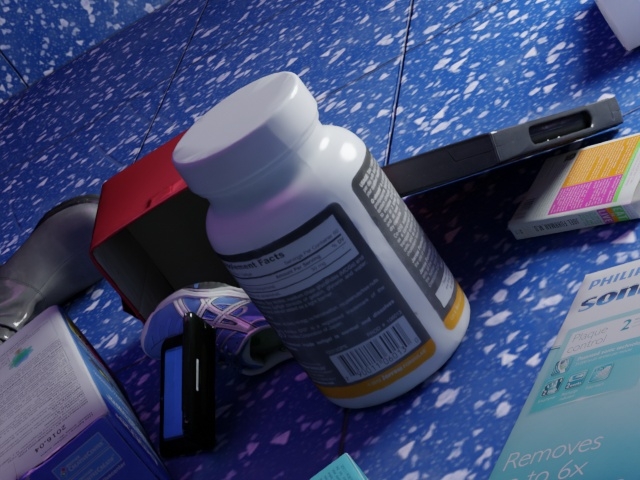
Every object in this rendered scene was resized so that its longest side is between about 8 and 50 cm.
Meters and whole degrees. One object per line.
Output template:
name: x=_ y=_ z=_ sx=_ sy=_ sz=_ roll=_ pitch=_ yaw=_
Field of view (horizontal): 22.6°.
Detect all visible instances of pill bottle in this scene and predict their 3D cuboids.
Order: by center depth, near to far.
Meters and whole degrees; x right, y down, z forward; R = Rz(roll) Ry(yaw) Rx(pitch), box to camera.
pill bottle: x=0.000 y=0.000 z=1.410 sx=0.162 sy=0.278 sz=0.162 roll=-30 pitch=22 yaw=13

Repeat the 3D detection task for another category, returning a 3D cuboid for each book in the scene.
book: x=0.250 y=-0.049 z=1.477 sx=0.144 sy=0.035 sz=0.096 roll=-10 pitch=36 yaw=48

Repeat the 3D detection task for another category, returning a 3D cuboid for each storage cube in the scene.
storage cube: x=-0.120 y=-0.006 z=1.728 sx=0.215 sy=0.184 sz=0.193 roll=-32 pitch=22 yaw=11

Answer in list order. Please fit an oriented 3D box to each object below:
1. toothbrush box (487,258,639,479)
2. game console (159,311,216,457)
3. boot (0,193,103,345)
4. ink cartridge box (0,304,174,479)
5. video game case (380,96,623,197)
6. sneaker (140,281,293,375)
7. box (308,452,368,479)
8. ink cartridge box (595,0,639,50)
toothbrush box: x=0.237 y=0.131 z=0.993 sx=0.216 sy=0.126 sz=0.295 roll=-19 pitch=26 yaw=43
game console: x=-0.139 y=0.140 z=1.540 sx=0.071 sy=0.107 sz=0.122 roll=-6 pitch=72 yaw=14
boot: x=-0.381 y=0.095 z=2.037 sx=0.338 sy=0.118 sz=0.223 roll=-36 pitch=22 yaw=31
ink cartridge box: x=-0.286 y=0.246 z=1.504 sx=0.270 sy=0.151 sz=0.395 roll=-39 pitch=21 yaw=-4
video game case: x=0.121 y=-0.073 z=1.563 sx=0.275 sy=0.035 sz=0.248 roll=-18 pitch=0 yaw=38
sneaker: x=-0.091 y=0.091 z=1.601 sx=0.211 sy=0.080 sz=0.081 roll=-13 pitch=38 yaw=24
box: x=-0.044 y=0.272 z=1.164 sx=0.244 sy=0.100 sz=0.060 roll=-36 pitch=20 yaw=-2
ink cartridge box: x=0.382 y=-0.317 z=1.744 sx=0.158 sy=0.092 sz=0.218 roll=-26 pitch=22 yaw=24
